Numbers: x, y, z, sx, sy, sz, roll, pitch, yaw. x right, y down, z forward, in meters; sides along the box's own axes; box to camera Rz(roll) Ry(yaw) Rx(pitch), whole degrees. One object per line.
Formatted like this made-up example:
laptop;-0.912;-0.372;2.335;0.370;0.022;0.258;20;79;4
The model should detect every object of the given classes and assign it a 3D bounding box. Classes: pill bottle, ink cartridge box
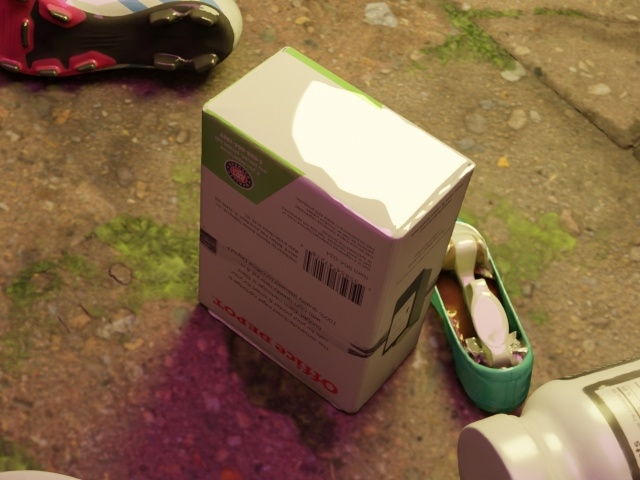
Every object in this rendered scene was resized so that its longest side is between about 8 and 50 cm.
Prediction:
pill bottle;0.269;0.181;0.873;0.279;0.162;0.162;-14;57;-14
ink cartridge box;0.000;0.000;0.911;0.198;0.272;0.115;35;56;19

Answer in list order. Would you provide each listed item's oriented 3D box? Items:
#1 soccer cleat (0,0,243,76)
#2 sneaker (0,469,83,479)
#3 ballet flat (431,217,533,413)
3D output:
soccer cleat;-0.254;-0.257;1.189;0.331;0.116;0.143;5;35;-2
sneaker;-0.188;0.262;0.821;0.217;0.079;0.121;11;52;1
ballet flat;0.148;0.046;1.004;0.083;0.087;0.247;-10;55;-12
